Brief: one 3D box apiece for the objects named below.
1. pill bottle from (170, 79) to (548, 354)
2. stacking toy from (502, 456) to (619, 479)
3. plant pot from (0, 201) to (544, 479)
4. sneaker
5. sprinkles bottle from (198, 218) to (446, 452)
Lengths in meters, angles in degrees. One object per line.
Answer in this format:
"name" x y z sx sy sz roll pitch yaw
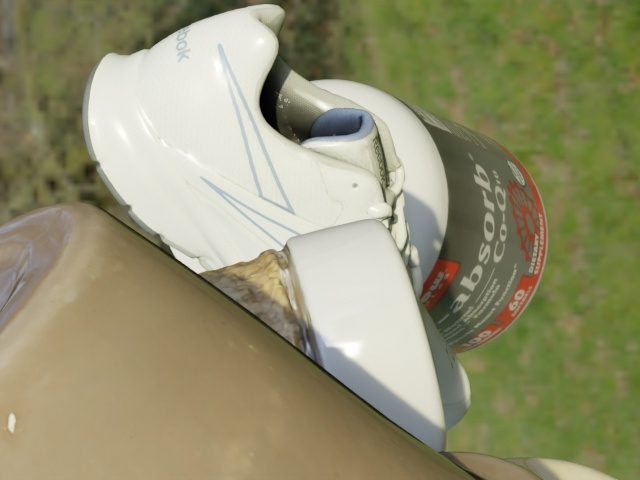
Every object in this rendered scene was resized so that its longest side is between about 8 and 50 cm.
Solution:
"pill bottle" 0.034 -0.016 1.500 0.363 0.210 0.210 13 -108 -63
"stacking toy" 0.098 0.269 0.922 0.141 0.141 0.330 -111 17 -49
"plant pot" -0.061 0.118 0.589 0.229 0.263 0.263 51 174 -19
"sneaker" 0.000 0.000 1.009 0.129 0.297 0.111 -27 28 27
"sprinkles bottle" -0.125 0.091 0.849 0.121 0.355 0.121 165 90 -86
